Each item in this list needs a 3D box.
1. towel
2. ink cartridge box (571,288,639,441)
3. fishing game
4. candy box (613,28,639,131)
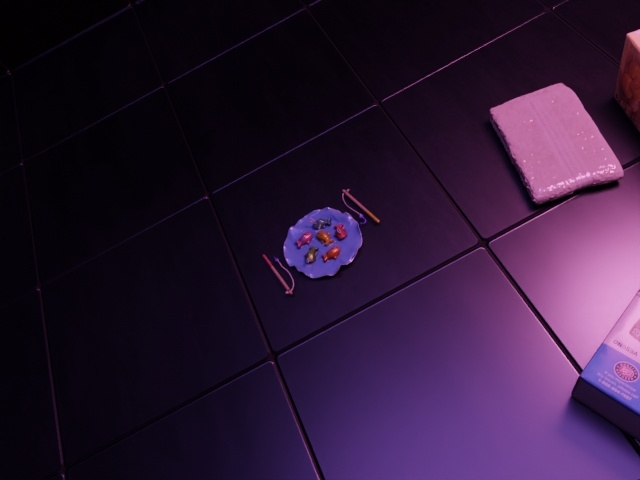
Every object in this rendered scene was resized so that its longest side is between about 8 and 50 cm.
[{"bbox_3d":[0.500,-0.213,1.226,0.187,0.049,0.282,-18,57,9],"label":"towel"},{"bbox_3d":[0.593,0.181,0.906,0.223,0.129,0.307,34,75,32],"label":"ink cartridge box"},{"bbox_3d":[0.000,0.000,1.273,0.264,0.041,0.189,-36,53,-4],"label":"fishing game"},{"bbox_3d":[0.698,-0.251,1.098,0.087,0.183,0.316,-19,56,8],"label":"candy box"}]
